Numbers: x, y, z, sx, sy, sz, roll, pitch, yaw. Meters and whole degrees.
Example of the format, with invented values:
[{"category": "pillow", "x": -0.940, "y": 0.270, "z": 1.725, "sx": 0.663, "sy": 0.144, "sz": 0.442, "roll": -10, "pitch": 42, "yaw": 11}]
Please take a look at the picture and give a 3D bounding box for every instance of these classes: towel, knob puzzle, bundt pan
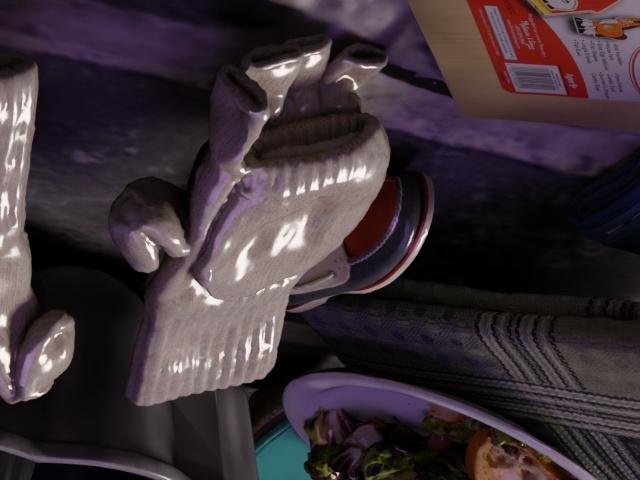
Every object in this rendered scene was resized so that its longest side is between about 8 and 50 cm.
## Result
[{"category": "towel", "x": 0.180, "y": 0.108, "z": 0.836, "sx": 0.324, "sy": 0.056, "sz": 0.312, "roll": 6, "pitch": 149, "yaw": 41}, {"category": "towel", "x": 0.176, "y": -0.007, "z": 0.766, "sx": 0.119, "sy": 0.029, "sz": 0.067, "roll": 12, "pitch": 153, "yaw": -24}, {"category": "knob puzzle", "x": 0.126, "y": -0.084, "z": 0.580, "sx": 0.213, "sy": 0.030, "sz": 0.213, "roll": 11, "pitch": 161, "yaw": 4}, {"category": "bundt pan", "x": -0.183, "y": 0.099, "z": 0.888, "sx": 0.331, "sy": 0.124, "sz": 0.331, "roll": 1, "pitch": 155, "yaw": 1}]

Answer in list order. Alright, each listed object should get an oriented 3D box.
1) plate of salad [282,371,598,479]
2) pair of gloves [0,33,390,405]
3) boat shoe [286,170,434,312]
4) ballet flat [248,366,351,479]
[{"category": "plate of salad", "x": 0.067, "y": 0.128, "z": 0.868, "sx": 0.200, "sy": 0.048, "sz": 0.200, "roll": 22, "pitch": 156, "yaw": 10}, {"category": "pair of gloves", "x": -0.084, "y": 0.012, "z": 0.655, "sx": 0.240, "sy": 0.042, "sz": 0.204, "roll": -8, "pitch": 140, "yaw": -35}, {"category": "boat shoe", "x": 0.000, "y": 0.000, "z": 0.767, "sx": 0.043, "sy": 0.049, "sz": 0.137, "roll": 18, "pitch": 154, "yaw": -28}, {"category": "ballet flat", "x": -0.034, "y": 0.125, "z": 0.990, "sx": 0.073, "sy": 0.067, "sz": 0.206, "roll": 16, "pitch": 128, "yaw": -31}]
